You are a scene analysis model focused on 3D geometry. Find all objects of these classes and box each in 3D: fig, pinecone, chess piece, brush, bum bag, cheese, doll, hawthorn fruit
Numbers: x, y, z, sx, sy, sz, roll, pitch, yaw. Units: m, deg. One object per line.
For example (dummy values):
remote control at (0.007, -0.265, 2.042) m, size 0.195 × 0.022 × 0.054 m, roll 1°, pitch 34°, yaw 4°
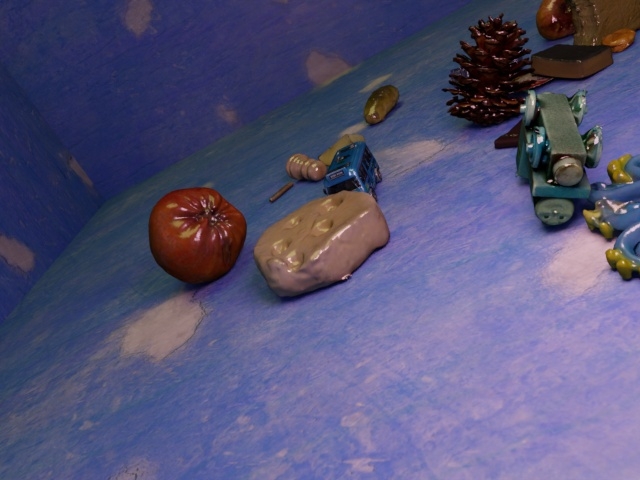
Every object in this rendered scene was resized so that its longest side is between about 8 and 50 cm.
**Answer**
fig at (0.828, -0.781, 1.878) m, size 0.159 × 0.159 × 0.257 m, roll -22°, pitch 7°, yaw 17°
pinecone at (0.462, -0.462, 1.456) m, size 0.247 × 0.291 × 0.246 m, roll 3°, pitch 15°, yaw -1°
chess piece at (-0.041, -0.250, 1.844) m, size 0.094 × 0.094 × 0.171 m, roll -39°, pitch 28°, yaw -20°
brush at (0.702, -0.509, 1.505) m, size 0.123 × 0.059 × 0.197 m, roll -28°, pitch 30°, yaw -15°
bum bag at (0.516, -0.280, 1.333) m, size 0.159 × 0.026 × 0.109 m, roll -42°, pitch 25°, yaw -27°
cheese at (0.000, 0.000, 1.252) m, size 0.327 × 0.115 × 0.318 m, roll -17°, pitch 26°, yaw 28°
doll at (0.549, -0.075, 0.786) m, size 0.346 × 0.098 × 0.341 m, roll -43°, pitch 26°, yaw -21°
hawthorn fruit at (-0.366, -0.001, 1.531) m, size 0.298 × 0.277 × 0.277 m, roll -36°, pitch 15°, yaw 39°

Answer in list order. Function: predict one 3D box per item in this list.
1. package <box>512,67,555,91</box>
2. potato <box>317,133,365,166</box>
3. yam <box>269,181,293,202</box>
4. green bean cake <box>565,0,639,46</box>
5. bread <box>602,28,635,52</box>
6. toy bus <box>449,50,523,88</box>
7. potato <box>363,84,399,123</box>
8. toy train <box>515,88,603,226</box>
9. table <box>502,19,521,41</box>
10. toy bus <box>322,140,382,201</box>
package at (0.640, -0.502, 1.634) m, size 0.154 × 0.030 × 0.239 m, roll -14°, pitch 27°, yaw 28°
potato at (0.088, -0.296, 1.840) m, size 0.149 × 0.081 × 0.120 m, roll -34°, pitch -13°, yaw 33°
yam at (-0.138, -0.170, 1.874) m, size 0.116 × 0.021 × 0.021 m, roll -42°, pitch 26°, yaw -30°
green bean cake at (0.807, -0.689, 1.564) m, size 0.233 × 0.236 × 0.124 m, roll -29°, pitch 20°, yaw -2°
bread at (0.840, -0.562, 1.503) m, size 0.083 × 0.046 × 0.081 m, roll -17°, pitch 31°, yaw 20°
toy bus at (0.568, -0.585, 1.826) m, size 0.237 × 0.079 × 0.094 m, roll -7°, pitch 8°, yaw 43°
potato at (0.234, -0.531, 2.087) m, size 0.117 × 0.090 × 0.225 m, roll -1°, pitch 43°, yaw 38°
toy train at (0.430, -0.157, 0.993) m, size 0.120 × 0.194 × 0.298 m, roll 5°, pitch 38°, yaw 13°
table at (0.721, -0.780, 2.034) m, size 0.063 × 0.083 × 0.079 m, roll -11°, pitch 29°, yaw 35°
toy bus at (0.087, -0.175, 1.482) m, size 0.114 × 0.134 × 0.246 m, roll -20°, pitch 24°, yaw 23°
